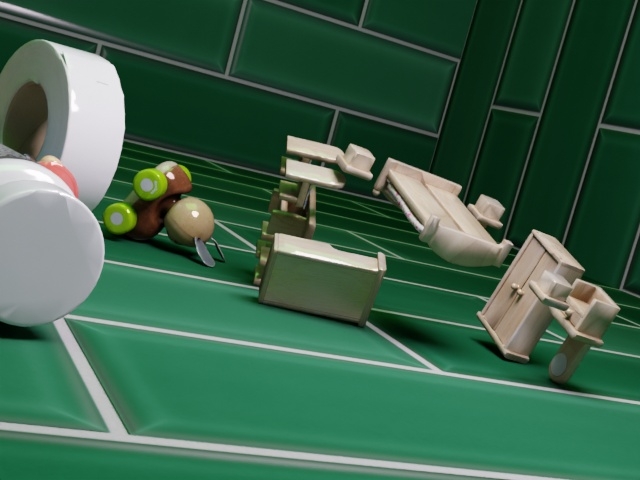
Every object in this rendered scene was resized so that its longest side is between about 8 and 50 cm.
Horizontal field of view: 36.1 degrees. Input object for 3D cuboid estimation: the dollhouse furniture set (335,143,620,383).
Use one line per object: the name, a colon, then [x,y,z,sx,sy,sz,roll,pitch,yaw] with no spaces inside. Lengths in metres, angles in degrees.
dollhouse furniture set: [0.188,0.046,1.412,0.356,0.173,0.303,19,21,-24]

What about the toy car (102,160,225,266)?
toy car: [-0.236,-0.023,1.629,0.188,0.149,0.155,44,13,2]

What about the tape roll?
tape roll: [-0.431,-0.173,1.571,0.100,0.286,0.286,10,9,-43]

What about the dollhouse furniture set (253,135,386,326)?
dollhouse furniture set: [0.000,0.000,1.484,0.161,0.212,0.242,12,34,-9]

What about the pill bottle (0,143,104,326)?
pill bottle: [-0.348,-0.018,1.027,0.161,0.161,0.283,10,9,-38]

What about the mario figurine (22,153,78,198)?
mario figurine: [-0.433,-0.088,1.385,0.198,0.170,0.320,11,6,-44]
